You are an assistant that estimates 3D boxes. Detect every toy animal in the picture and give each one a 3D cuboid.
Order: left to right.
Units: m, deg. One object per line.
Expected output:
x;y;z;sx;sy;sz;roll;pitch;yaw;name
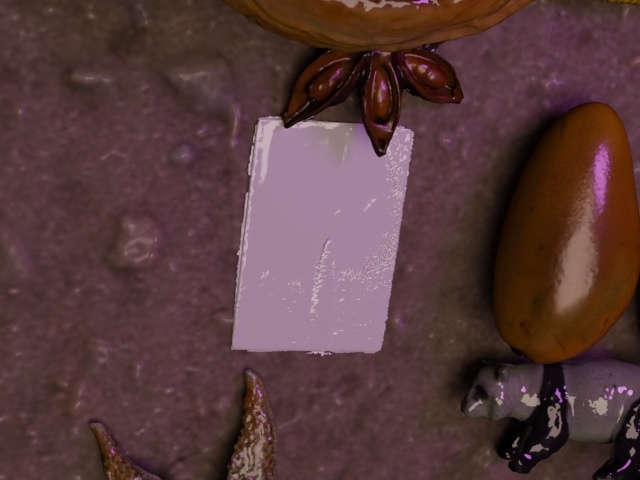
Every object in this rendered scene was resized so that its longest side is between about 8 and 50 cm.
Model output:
0.244;0.172;1.552;0.225;0.094;0.121;8;96;-8;toy animal

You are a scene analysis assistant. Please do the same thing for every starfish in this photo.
-0.112;0.317;1.515;0.347;0.078;0.358;-46;113;6;starfish

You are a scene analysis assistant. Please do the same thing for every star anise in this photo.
0.036;-0.152;1.407;0.212;0.053;0.157;26;98;-24;star anise

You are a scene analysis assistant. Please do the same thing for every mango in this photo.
0.240;-0.005;1.483;0.138;0.113;0.253;9;98;-14;mango

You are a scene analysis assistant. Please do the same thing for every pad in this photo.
0.000;0.000;1.474;0.156;0.004;0.232;3;107;-17;pad

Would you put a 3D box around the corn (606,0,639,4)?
0.246;-0.258;1.416;0.248;0.081;0.081;4;106;-17;corn

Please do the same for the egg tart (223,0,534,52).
0.046;-0.370;1.267;0.443;0.178;0.443;-4;105;-14;egg tart
